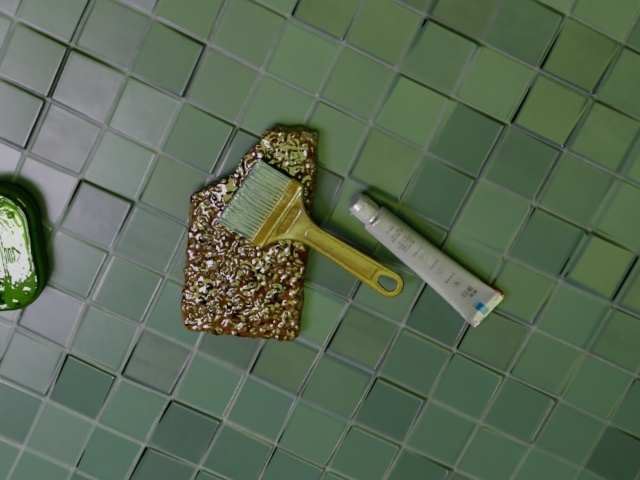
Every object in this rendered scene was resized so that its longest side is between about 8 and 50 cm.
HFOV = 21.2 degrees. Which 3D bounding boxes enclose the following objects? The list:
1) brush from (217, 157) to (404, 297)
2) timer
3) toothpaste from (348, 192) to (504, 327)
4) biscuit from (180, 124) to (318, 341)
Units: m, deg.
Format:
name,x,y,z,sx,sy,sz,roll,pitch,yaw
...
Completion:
name,x,y,z,sx,sy,sz,roll,pitch,yaw
brush,0.000,0.000,1.770,0.205,0.011,0.083,32,106,-10
timer,-0.356,0.010,1.798,0.128,0.047,0.140,-4,108,5
toothpaste,0.107,0.017,1.787,0.190,0.031,0.048,39,103,-13
biscuit,-0.075,-0.008,1.788,0.131,0.026,0.237,6,110,-1
